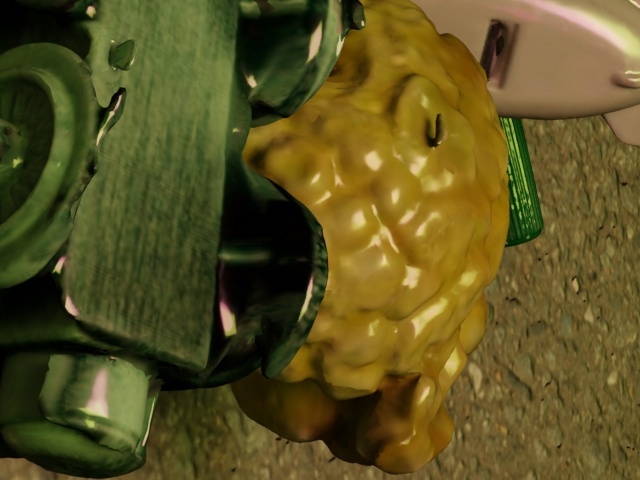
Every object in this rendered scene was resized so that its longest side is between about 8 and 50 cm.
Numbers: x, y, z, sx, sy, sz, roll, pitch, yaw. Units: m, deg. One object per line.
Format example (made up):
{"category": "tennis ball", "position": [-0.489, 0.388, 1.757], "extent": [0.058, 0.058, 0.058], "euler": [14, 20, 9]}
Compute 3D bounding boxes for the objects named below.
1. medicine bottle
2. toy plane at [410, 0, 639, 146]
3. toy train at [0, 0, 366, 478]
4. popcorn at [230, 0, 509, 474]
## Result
{"category": "medicine bottle", "position": [0.108, -0.122, 1.088], "extent": [0.095, 0.064, 0.261], "euler": [-28, 107, -42]}
{"category": "toy plane", "position": [0.116, -0.139, 0.983], "extent": [0.267, 0.266, 0.123], "euler": [60, 14, -28]}
{"category": "toy train", "position": [-0.116, -0.051, 0.644], "extent": [0.167, 0.238, 0.299], "euler": [31, 59, -45]}
{"category": "popcorn", "position": [0.000, 0.000, 0.795], "extent": [0.205, 0.237, 0.252], "euler": [-10, 82, -23]}
